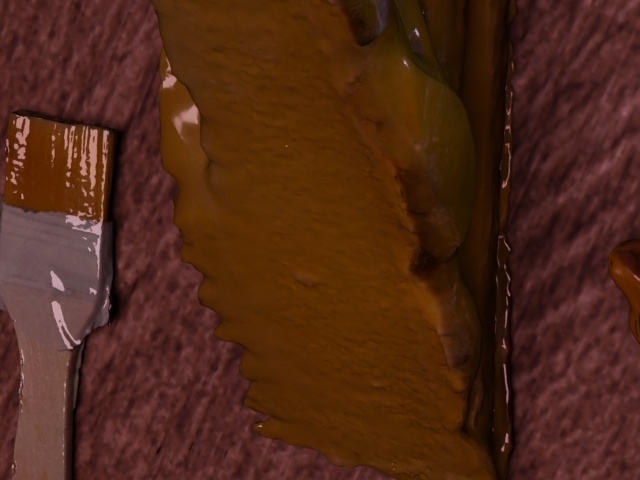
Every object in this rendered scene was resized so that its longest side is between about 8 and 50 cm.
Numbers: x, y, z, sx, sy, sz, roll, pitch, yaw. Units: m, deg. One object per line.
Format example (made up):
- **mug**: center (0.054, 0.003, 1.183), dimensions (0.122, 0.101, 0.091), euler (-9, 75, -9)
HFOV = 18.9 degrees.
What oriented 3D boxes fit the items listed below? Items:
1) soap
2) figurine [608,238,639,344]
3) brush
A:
- **soap**: center (0.000, 0.000, 0.951), dimensions (0.169, 0.304, 0.339), euler (4, 100, 24)
- **figurine**: center (0.238, 0.014, 0.987), dimensions (0.122, 0.121, 0.176), euler (42, 128, -19)
- **brush**: center (-0.167, 0.090, 1.182), dimensions (0.085, 0.020, 0.337), euler (10, 103, 19)
